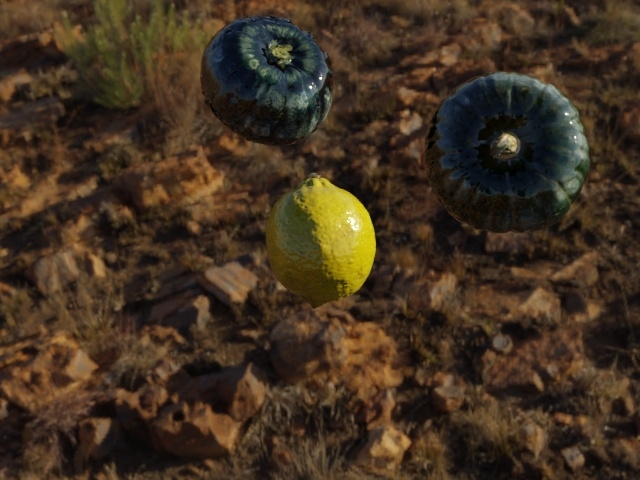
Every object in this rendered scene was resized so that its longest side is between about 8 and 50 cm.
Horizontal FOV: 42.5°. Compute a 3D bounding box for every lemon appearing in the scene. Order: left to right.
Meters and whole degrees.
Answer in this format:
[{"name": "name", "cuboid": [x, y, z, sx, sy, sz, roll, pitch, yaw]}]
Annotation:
[{"name": "lemon", "cuboid": [0.000, 0.000, 0.809, 0.109, 0.133, 0.109, -2, 6, 0]}]

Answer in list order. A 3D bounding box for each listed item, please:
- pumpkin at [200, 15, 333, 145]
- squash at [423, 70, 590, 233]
[{"name": "pumpkin", "cuboid": [-0.089, -0.270, 1.381, 0.233, 0.163, 0.233, 12, 55, -18]}, {"name": "squash", "cuboid": [0.238, -0.111, 1.056, 0.218, 0.172, 0.218, 3, 72, -8]}]
